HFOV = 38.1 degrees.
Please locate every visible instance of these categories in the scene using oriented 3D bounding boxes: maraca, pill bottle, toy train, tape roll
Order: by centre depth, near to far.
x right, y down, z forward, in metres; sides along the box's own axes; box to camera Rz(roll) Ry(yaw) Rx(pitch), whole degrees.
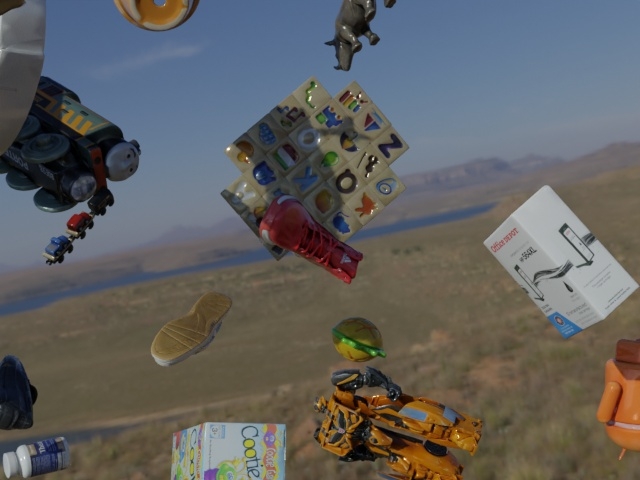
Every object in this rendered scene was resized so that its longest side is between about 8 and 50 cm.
[{"bbox_3d":[-0.529,-0.307,1.375,0.392,0.391,0.072,-9,-7,44],"label":"tape roll"},{"bbox_3d":[-0.372,-0.023,1.428,0.027,0.036,0.158,21,56,20],"label":"toy train"},{"bbox_3d":[-0.453,-0.170,1.567,0.334,0.142,0.190,30,48,35],"label":"toy train"},{"bbox_3d":[-0.569,0.438,1.859,0.120,0.067,0.067,-7,-1,-32],"label":"pill bottle"},{"bbox_3d":[0.087,0.228,2.097,0.127,0.099,0.186,18,4,-9],"label":"maraca"}]

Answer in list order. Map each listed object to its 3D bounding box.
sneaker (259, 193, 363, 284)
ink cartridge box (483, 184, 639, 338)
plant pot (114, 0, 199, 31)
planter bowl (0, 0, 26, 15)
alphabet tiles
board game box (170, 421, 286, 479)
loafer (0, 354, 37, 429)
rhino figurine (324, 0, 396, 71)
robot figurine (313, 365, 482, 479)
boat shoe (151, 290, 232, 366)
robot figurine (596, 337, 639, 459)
[{"bbox_3d":[0.000,0.000,1.427,0.128,0.087,0.221,26,0,23],"label":"sneaker"},{"bbox_3d":[0.361,0.035,1.416,0.086,0.203,0.148,-38,-9,-17],"label":"ink cartridge box"},{"bbox_3d":[-0.361,-0.550,2.055,0.205,0.205,0.188,-11,30,-7],"label":"plant pot"},{"bbox_3d":[-0.381,-0.273,0.903,0.109,0.162,0.162,-34,4,-6],"label":"planter bowl"},{"bbox_3d":[-0.008,-0.135,1.782,0.342,0.285,0.011,-41,5,-7],"label":"alphabet tiles"},{"bbox_3d":[-0.170,0.405,1.650,0.142,0.144,0.275,6,-17,-19],"label":"board game box"},{"bbox_3d":[-0.544,0.272,1.646,0.078,0.076,0.223,25,9,-23],"label":"loafer"},{"bbox_3d":[0.069,-0.434,1.881,0.073,0.106,0.243,-16,-26,-29],"label":"rhino figurine"},{"bbox_3d":[0.124,0.337,1.631,0.291,0.211,0.085,17,28,4],"label":"robot figurine"},{"bbox_3d":[-0.294,0.223,2.146,0.098,0.096,0.277,27,35,16],"label":"boat shoe"},{"bbox_3d":[0.585,0.292,1.703,0.128,0.219,0.158,1,1,27],"label":"robot figurine"}]
